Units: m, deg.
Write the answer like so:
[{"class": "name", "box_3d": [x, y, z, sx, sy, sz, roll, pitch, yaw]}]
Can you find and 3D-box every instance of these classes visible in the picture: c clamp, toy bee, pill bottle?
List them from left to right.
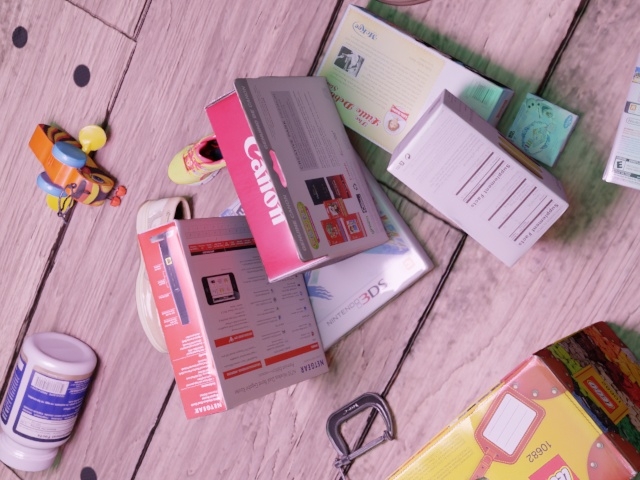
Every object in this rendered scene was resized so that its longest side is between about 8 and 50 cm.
[{"class": "pill bottle", "box_3d": [-0.576, 0.336, 2.031, 0.153, 0.153, 0.264, 30, 107, 25]}, {"class": "toy bee", "box_3d": [-0.487, -0.118, 1.978, 0.195, 0.162, 0.298, -40, 49, 33]}, {"class": "c clamp", "box_3d": [0.074, 0.352, 1.743, 0.161, 0.022, 0.137, -43, 68, 26]}]

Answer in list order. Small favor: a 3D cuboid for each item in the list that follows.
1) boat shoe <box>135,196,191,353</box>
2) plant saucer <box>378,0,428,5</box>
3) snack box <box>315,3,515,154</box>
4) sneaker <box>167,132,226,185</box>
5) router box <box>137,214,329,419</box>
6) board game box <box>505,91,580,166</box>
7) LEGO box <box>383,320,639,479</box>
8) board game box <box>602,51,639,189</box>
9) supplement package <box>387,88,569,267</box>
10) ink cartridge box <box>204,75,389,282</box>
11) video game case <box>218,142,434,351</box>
[{"class": "boat shoe", "box_3d": [-0.287, 0.066, 1.883, 0.098, 0.109, 0.302, -7, 84, 31]}, {"class": "plant saucer", "box_3d": [0.143, -0.537, 1.644, 0.278, 0.041, 0.277, 2, 94, 29]}, {"class": "snack box", "box_3d": [0.142, -0.244, 1.646, 0.322, 0.060, 0.187, 35, 111, 23]}, {"class": "sneaker", "box_3d": [-0.217, -0.161, 1.835, 0.208, 0.094, 0.081, -23, 83, 30]}, {"class": "router box", "box_3d": [-0.134, 0.111, 1.623, 0.082, 0.335, 0.301, -18, 84, 28]}, {"class": "board game box", "box_3d": [0.351, -0.176, 1.555, 0.090, 0.020, 0.090, 32, 107, 25]}, {"class": "LEGO box", "box_3d": [0.252, 0.361, 1.439, 0.500, 0.372, 0.193, -46, 72, 24]}, {"class": "board game box", "box_3d": [0.559, -0.204, 1.394, 0.224, 0.097, 0.303, 19, 103, 26]}, {"class": "supplement package", "box_3d": [0.242, -0.098, 1.505, 0.244, 0.139, 0.134, 38, 110, -5]}, {"class": "ink cartridge box", "box_3d": [-0.054, -0.104, 1.590, 0.130, 0.272, 0.309, -24, 84, 32]}, {"class": "video game case", "box_3d": [0.000, 0.000, 1.754, 0.300, 0.036, 0.329, -40, 73, 25]}]
